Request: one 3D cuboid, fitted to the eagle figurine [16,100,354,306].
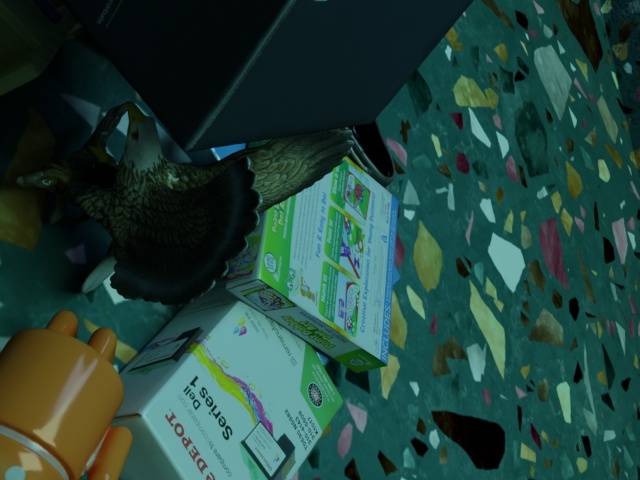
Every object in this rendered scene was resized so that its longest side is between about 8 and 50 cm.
[{"bbox_3d":[-0.143,-0.042,1.028,0.225,0.298,0.226,48,59,-67],"label":"eagle figurine"}]

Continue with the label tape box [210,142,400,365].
[{"bbox_3d":[-0.055,-0.034,1.339,0.348,0.115,0.249,62,36,-11],"label":"label tape box"}]

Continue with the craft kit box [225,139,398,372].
[{"bbox_3d":[0.000,0.000,1.254,0.246,0.061,0.250,40,45,-41],"label":"craft kit box"}]

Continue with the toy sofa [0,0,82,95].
[{"bbox_3d":[-0.387,-0.311,0.966,0.362,0.150,0.177,49,43,-30],"label":"toy sofa"}]

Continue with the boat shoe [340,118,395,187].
[{"bbox_3d":[0.021,-0.226,1.497,0.132,0.130,0.356,-32,102,-54],"label":"boat shoe"}]

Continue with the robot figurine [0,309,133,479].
[{"bbox_3d":[-0.264,0.171,0.954,0.158,0.128,0.219,50,45,-28],"label":"robot figurine"}]

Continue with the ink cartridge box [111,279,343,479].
[{"bbox_3d":[-0.116,0.196,1.156,0.201,0.117,0.278,61,37,-17],"label":"ink cartridge box"}]

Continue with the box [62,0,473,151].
[{"bbox_3d":[-0.090,-0.301,0.927,0.395,0.212,0.293,50,32,16],"label":"box"}]
